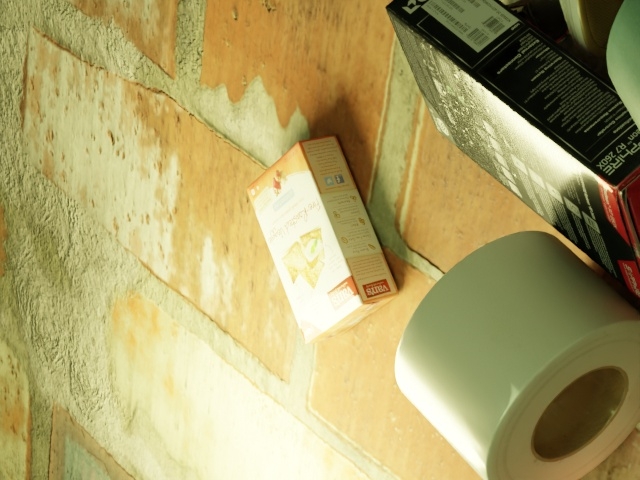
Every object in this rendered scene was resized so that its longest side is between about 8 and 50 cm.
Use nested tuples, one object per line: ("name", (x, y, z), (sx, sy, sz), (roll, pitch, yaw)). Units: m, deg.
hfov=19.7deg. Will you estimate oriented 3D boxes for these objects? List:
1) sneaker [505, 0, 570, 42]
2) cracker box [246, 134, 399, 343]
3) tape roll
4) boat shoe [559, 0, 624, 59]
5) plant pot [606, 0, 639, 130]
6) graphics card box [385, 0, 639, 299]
("sneaker", (0.217, -0.236, 2.028), (0.158, 0.065, 0.061), (-21, 83, 55))
("cracker box", (0.000, 0.000, 2.406), (0.156, 0.067, 0.232), (-39, 69, 53))
("tape roll", (0.226, 0.134, 1.976), (0.169, 0.246, 0.246), (45, 134, 38))
("boat shoe", (0.268, -0.318, 1.912), (0.096, 0.098, 0.277), (-12, 81, 56))
("plant pot", (0.430, -0.098, 1.570), (0.334, 0.341, 0.341), (61, 143, 34))
("graphics card box", (0.236, -0.111, 1.916), (0.371, 0.094, 0.233), (42, 169, 37))
